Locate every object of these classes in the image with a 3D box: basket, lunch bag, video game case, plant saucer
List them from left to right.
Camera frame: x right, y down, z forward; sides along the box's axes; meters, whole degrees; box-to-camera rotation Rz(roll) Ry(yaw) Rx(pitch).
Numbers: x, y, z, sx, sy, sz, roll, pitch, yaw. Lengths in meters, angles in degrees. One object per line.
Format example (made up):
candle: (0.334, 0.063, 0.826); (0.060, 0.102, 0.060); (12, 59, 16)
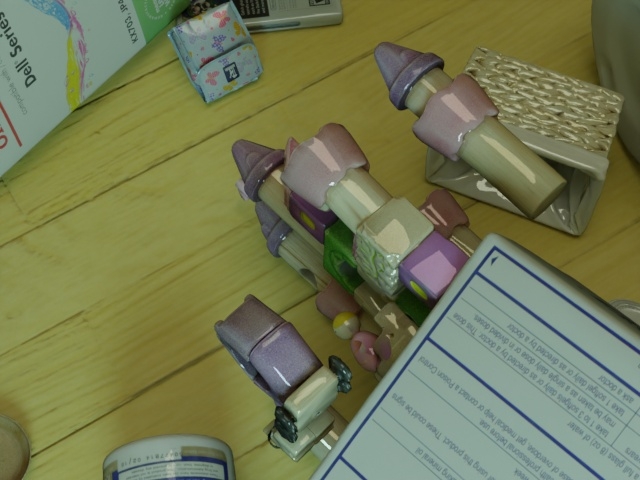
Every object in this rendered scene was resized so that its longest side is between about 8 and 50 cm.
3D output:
plant saucer: (-0.294, 0.192, 1.205); (0.083, 0.015, 0.083); (0, 63, 0)
lunch bag: (-0.103, -0.189, 1.380); (0.071, 0.053, 0.083); (-27, 99, -13)
video game case: (-0.075, -0.302, 1.461); (0.173, 0.022, 0.190); (-7, 64, -5)
basket: (0.197, -0.097, 1.310); (0.167, 0.113, 0.103); (21, 60, 10)

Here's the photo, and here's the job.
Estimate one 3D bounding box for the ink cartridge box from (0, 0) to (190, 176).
ink cartridge box: (-0.300, -0.204, 1.295); (0.119, 0.207, 0.353); (32, 67, 28)

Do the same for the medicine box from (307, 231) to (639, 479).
medicine box: (0.162, 0.190, 1.002); (0.263, 0.149, 0.289); (39, 97, 34)

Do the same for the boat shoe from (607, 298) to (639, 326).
boat shoe: (0.325, 0.114, 1.228); (0.066, 0.063, 0.184); (-34, 68, -17)

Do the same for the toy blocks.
toy blocks: (0.000, 0.000, 1.162); (0.309, 0.288, 0.260); (-41, 74, -16)

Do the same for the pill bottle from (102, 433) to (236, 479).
pill bottle: (-0.117, 0.262, 1.118); (0.112, 0.112, 0.186); (-6, 63, -4)

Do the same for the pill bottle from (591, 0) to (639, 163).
pill bottle: (0.480, -0.208, 1.308); (0.392, 0.224, 0.224); (-15, 64, -8)
